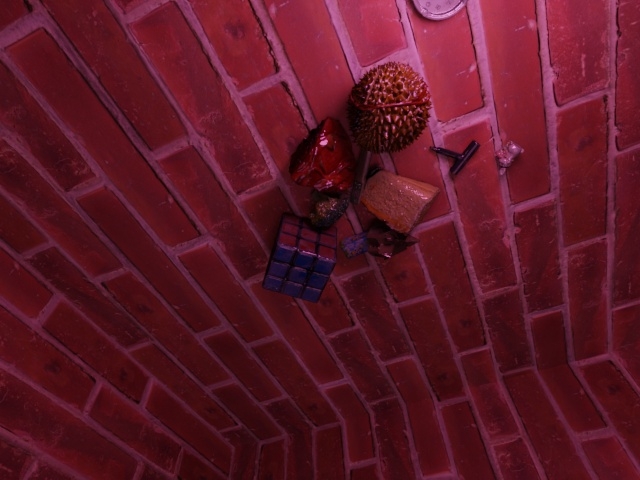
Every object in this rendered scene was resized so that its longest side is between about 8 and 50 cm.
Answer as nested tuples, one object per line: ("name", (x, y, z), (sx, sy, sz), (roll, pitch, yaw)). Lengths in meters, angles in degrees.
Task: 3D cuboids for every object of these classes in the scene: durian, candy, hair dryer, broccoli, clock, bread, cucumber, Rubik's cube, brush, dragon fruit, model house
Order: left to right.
("Rubik's cube", (-0.102, 0.085, 2.022), (0.306, 0.303, 0.300), (18, 124, -7))
("broccoli", (0.025, -0.170, 1.952), (0.219, 0.194, 0.194), (-45, 117, 5))
("dragon fruit", (0.063, -0.334, 1.781), (0.329, 0.227, 0.286), (36, 116, -23))
("candy", (0.211, 0.019, 2.143), (0.195, 0.062, 0.097), (-21, 123, 13))
("brush", (0.186, -0.293, 1.885), (0.054, 0.048, 0.282), (19, 123, 11))
("cucumber", (0.228, -0.311, 1.902), (0.135, 0.034, 0.033), (-21, 159, 33))
("durian", (0.270, -0.528, 1.606), (0.348, 0.347, 0.384), (-4, 157, 1))
("model house", (0.375, 0.012, 2.001), (0.248, 0.176, 0.181), (3, 148, 42))
("bread", (0.395, -0.209, 1.985), (0.315, 0.279, 0.248), (41, 124, 21))
("clock", (0.443, -0.937, 1.460), (0.237, 0.053, 0.236), (0, 128, 0))
("hair dryer", (0.610, -0.418, 1.854), (0.195, 0.050, 0.173), (26, 118, -16))

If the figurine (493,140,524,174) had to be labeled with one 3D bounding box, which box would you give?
("figurine", (0.863, -0.392, 1.875), (0.098, 0.081, 0.146), (47, 128, 19))
